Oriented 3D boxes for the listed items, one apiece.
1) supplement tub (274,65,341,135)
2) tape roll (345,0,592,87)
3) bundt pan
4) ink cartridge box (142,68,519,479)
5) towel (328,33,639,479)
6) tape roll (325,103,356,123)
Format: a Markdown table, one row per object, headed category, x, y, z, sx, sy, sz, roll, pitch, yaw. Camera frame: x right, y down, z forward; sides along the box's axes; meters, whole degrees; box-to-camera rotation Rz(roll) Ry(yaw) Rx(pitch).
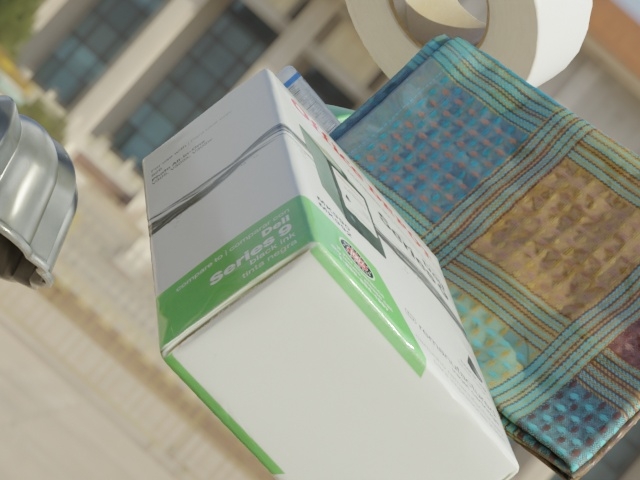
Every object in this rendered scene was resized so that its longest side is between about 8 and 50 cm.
| category | x | y | z | sx | sy | sz | roll | pitch | yaw |
| --- | --- | --- | --- | --- | --- | --- | --- | --- | --- |
| supplement tub | -0.022 | -0.112 | 1.944 | 0.107 | 0.071 | 0.071 | 50 | -5 | -6 |
| tape roll | 0.157 | -0.283 | 2.166 | 0.286 | 0.100 | 0.286 | 27 | -48 | 34 |
| bundt pan | -0.371 | -0.088 | 1.917 | 0.330 | 0.124 | 0.331 | 29 | -14 | 8 |
| ink cartridge box | -0.004 | 0.040 | 1.278 | 0.211 | 0.121 | 0.289 | 48 | 11 | -25 |
| towel | 0.146 | -0.001 | 1.577 | 0.370 | 0.271 | 0.040 | 36 | -23 | 29 |
| tape roll | 0.000 | 0.000 | 2.357 | 0.077 | 0.321 | 0.321 | 16 | -20 | 41 |
